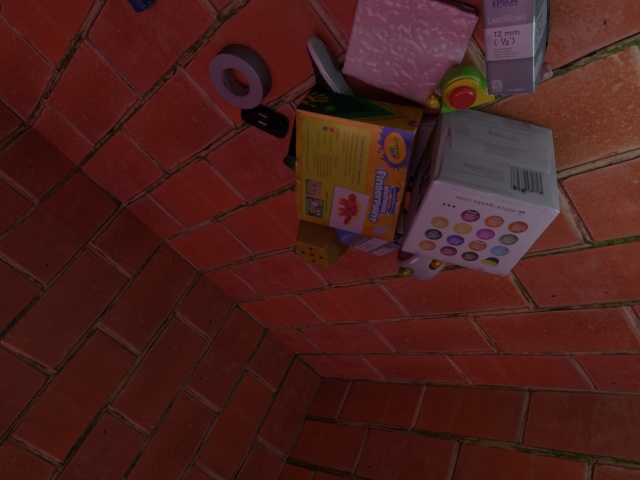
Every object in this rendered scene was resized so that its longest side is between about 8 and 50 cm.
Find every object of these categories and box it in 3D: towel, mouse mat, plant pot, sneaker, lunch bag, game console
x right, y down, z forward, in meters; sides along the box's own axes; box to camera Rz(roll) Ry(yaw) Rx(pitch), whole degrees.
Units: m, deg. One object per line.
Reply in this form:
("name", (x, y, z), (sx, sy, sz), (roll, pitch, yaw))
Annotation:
("towel", (0.244, -0.561, 1.336), (0.332, 0.053, 0.317), (24, 145, 7))
("mouse mat", (-0.061, -0.323, 1.914), (0.153, 0.007, 0.190), (38, 146, -13))
("plant pot", (0.000, 0.000, 2.130), (0.212, 0.187, 0.212), (14, 144, 20))
("sneaker", (-0.001, -0.515, 1.526), (0.147, 0.104, 0.295), (-7, 137, 35))
("towel", (0.368, -0.303, 1.591), (0.187, 0.049, 0.282), (7, 142, 31))
("lunch bag", (-0.619, -0.836, 1.590), (0.065, 0.067, 0.098), (-6, 134, 41))
("game console", (-0.146, -0.441, 1.787), (0.361, 0.044, 0.213), (26, 143, 5))

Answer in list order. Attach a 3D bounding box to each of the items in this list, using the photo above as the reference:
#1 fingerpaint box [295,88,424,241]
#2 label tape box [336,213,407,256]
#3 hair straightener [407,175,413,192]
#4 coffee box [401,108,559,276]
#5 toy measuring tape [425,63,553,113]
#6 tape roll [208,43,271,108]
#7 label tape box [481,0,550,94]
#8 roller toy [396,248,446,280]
("fingerpaint box", (0.114, -0.243, 1.555), (0.371, 0.163, 0.444), (14, 135, 13))
("label tape box", (0.195, -0.053, 1.891), (0.334, 0.105, 0.241), (19, 152, -26))
("hair straightener", (0.224, -0.237, 1.665), (0.230, 0.047, 0.089), (16, 133, 17))
("coffee box", (0.466, -0.146, 1.406), (0.338, 0.338, 0.334), (15, 144, 2))
("toy measuring tape", (0.446, -0.437, 1.261), (0.330, 0.121, 0.121), (-13, 130, 24))
("tape roll", (-0.289, -0.587, 1.673), (0.219, 0.072, 0.219), (19, 146, 14))
("label tape box", (0.443, -0.544, 1.035), (0.115, 0.249, 0.347), (9, 141, 28))
("roller toy", (0.424, 0.063, 1.900), (0.146, 0.191, 0.209), (38, 128, -15))
